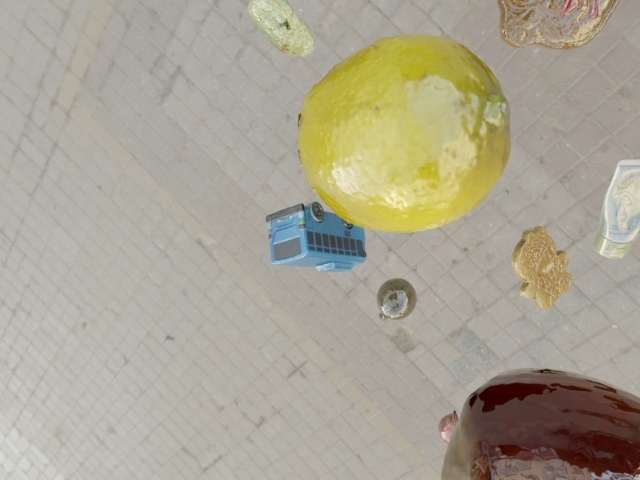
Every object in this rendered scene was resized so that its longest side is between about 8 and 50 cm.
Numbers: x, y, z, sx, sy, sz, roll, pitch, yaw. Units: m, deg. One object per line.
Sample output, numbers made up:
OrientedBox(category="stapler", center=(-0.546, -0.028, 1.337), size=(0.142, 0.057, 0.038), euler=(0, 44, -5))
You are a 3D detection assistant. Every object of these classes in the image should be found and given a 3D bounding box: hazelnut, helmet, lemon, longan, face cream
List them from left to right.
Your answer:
OrientedBox(category="lemon", center=(0.096, -0.133, 0.574), size=(0.319, 0.245, 0.246), euler=(0, 110, 51))
OrientedBox(category="longan", center=(0.179, 0.149, 1.049), size=(0.106, 0.106, 0.119), euler=(36, 105, 8))
OrientedBox(category="helmet", center=(0.275, 0.401, 0.919), size=(0.049, 0.065, 0.084), euler=(-15, 121, 20))
OrientedBox(category="hazelnut", center=(0.194, 0.190, 0.301), size=(0.207, 0.208, 0.209), euler=(7, 110, 20))
OrientedBox(category="face cream", center=(0.640, -0.068, 0.897), size=(0.114, 0.070, 0.224), euler=(-1, 129, 3))

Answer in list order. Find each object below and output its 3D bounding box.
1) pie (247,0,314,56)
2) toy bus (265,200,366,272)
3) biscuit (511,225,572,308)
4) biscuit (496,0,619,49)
OrientedBox(category="pie", center=(-0.131, -0.680, 1.382), size=(0.201, 0.248, 0.090), euler=(24, 82, 47))
OrientedBox(category="toy bus", center=(0.000, 0.000, 0.757), size=(0.090, 0.184, 0.107), euler=(-17, 73, 37))
OrientedBox(category="biscuit", center=(0.560, 0.070, 1.105), size=(0.166, 0.036, 0.225), euler=(-44, 111, -5))
OrientedBox(category="biscuit", center=(0.491, -0.536, 0.874), size=(0.256, 0.049, 0.274), euler=(1, 108, 0))
